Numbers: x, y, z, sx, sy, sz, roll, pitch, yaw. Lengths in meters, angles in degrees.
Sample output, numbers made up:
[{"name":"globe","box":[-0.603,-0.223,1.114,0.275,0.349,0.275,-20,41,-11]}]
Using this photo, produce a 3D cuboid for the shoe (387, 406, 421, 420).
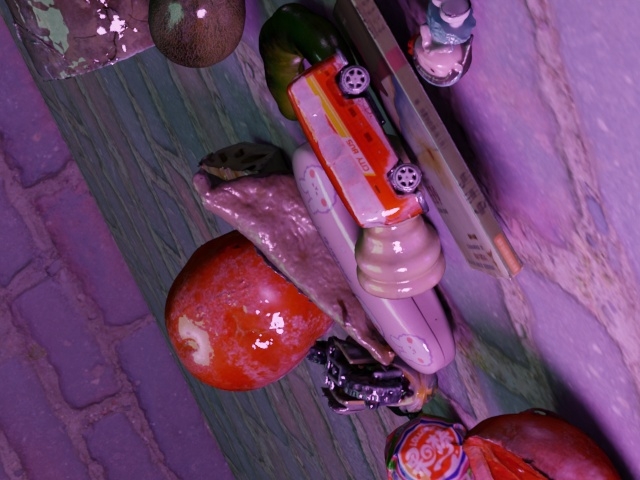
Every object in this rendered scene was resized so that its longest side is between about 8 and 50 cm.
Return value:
[{"name":"shoe","box":[0.083,0.189,1.889,0.062,0.053,0.159,20,136,63]}]

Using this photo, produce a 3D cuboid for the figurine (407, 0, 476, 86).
[{"name":"figurine","box":[0.097,-0.168,1.124,0.060,0.047,0.106,46,160,17]}]

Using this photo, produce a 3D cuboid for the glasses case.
[{"name":"glasses case","box":[0.059,0.017,1.569,0.297,0.075,0.113,60,168,0]}]

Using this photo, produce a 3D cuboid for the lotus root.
[{"name":"lotus root","box":[-0.080,-0.067,1.881,0.143,0.070,0.144,17,140,43]}]

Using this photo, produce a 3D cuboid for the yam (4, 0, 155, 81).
[{"name":"yam","box":[-0.310,-0.376,1.764,0.241,0.241,0.348,38,153,55]}]

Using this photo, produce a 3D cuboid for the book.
[{"name":"book","box":[0.091,-0.099,1.252,0.289,0.026,0.201,61,178,-3]}]

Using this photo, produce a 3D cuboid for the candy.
[{"name":"candy","box":[0.156,0.326,1.842,0.124,0.124,0.365,52,172,26]}]

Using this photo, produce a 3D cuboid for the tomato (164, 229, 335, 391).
[{"name":"tomato","box":[-0.090,0.076,1.801,0.188,0.232,0.232,52,167,-13]}]

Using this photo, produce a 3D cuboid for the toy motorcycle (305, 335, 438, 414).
[{"name":"toy motorcycle","box":[0.066,0.169,1.771,0.229,0.130,0.094,-149,62,-69]}]

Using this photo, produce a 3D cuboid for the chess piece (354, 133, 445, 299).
[{"name":"chess piece","box":[0.069,-0.029,1.418,0.094,0.094,0.170,43,156,47]}]

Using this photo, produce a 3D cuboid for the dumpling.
[{"name":"dumpling","box":[0.001,-0.001,1.708,0.332,0.166,0.086,45,124,-5]}]

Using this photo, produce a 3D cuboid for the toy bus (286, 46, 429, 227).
[{"name":"toy bus","box":[0.033,-0.089,1.297,0.174,0.077,0.079,62,180,-3]}]

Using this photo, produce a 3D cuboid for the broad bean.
[{"name":"broad bean","box":[-0.017,-0.179,1.463,0.144,0.049,0.292,70,166,-14]}]

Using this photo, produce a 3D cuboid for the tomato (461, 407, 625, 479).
[{"name":"tomato","box":[0.249,0.249,1.365,0.228,0.101,0.228,44,162,19]}]

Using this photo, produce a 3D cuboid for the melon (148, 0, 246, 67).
[{"name":"melon","box":[-0.144,-0.260,1.614,0.114,0.114,0.167,56,163,11]}]
